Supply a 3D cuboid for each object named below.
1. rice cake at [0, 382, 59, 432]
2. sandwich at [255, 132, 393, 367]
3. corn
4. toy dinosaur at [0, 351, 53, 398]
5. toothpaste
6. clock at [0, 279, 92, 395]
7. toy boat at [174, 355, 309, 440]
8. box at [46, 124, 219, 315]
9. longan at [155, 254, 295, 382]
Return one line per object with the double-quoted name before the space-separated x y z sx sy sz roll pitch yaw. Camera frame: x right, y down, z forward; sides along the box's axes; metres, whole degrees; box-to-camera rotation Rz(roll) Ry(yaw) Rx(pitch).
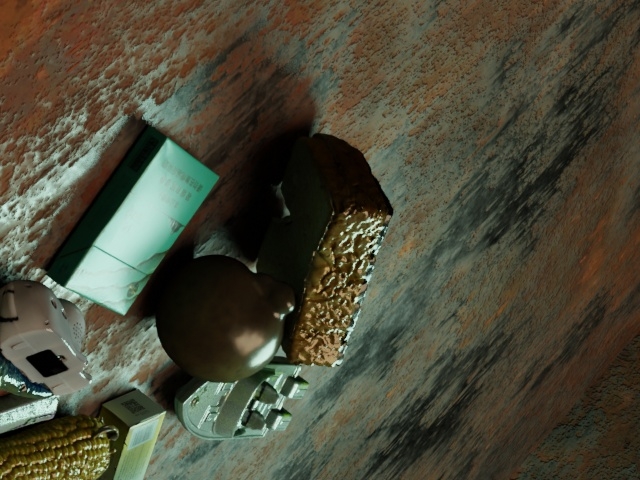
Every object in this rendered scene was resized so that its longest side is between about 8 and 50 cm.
"rice cake" -0.418 0.227 1.837 0.211 0.034 0.043 -15 130 -53
"sandwich" -0.002 0.000 2.062 0.095 0.249 0.273 6 121 -20
"corn" -0.388 0.301 1.898 0.293 0.106 0.106 -17 134 -52
"toy dinosaur" -0.418 0.151 1.703 0.147 0.076 0.363 -62 150 -14
"toothpaste" -0.313 0.370 2.140 0.089 0.071 0.313 -21 137 -53
"clock" -0.339 0.098 1.752 0.080 0.117 0.176 -21 143 7
"toy boat" -0.133 0.251 2.278 0.319 0.092 0.141 10 110 -61
"box" -0.236 -0.021 1.848 0.226 0.042 0.161 -55 153 -2
"longan" -0.130 0.105 2.010 0.159 0.204 0.185 -76 144 -61
